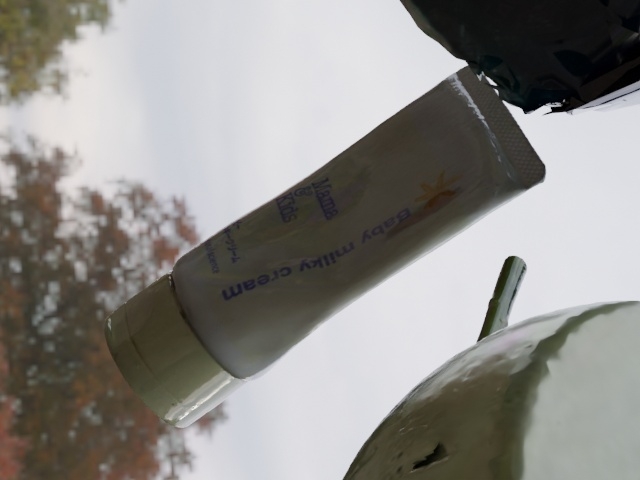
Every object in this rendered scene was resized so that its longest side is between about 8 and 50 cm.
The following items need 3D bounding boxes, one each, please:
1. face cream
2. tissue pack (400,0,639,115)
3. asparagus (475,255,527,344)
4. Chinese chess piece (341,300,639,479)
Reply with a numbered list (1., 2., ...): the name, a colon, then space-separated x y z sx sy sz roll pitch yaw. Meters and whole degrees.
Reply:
1. face cream: 0.000 0.000 0.721 0.070 0.224 0.114 46 13 -35
2. tissue pack: 0.188 -0.257 0.473 0.416 0.264 0.253 -46 -106 30
3. asparagus: 0.091 0.054 0.796 0.018 0.015 0.127 100 13 -46
4. Chinese chess piece: 0.111 0.141 0.452 0.101 0.250 0.250 -41 -129 39
